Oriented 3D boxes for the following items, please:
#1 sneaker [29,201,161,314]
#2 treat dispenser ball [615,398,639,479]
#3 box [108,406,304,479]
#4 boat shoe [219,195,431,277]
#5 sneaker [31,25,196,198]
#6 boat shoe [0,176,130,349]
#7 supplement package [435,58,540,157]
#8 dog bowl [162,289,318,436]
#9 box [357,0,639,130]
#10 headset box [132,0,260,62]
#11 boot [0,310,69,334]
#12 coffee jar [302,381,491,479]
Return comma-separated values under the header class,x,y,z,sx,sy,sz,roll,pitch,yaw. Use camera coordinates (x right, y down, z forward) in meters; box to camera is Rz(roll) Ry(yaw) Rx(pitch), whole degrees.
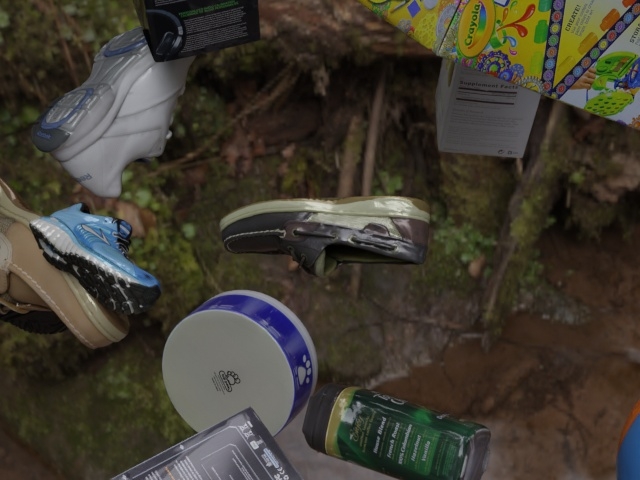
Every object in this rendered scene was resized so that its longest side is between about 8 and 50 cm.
class,x,y,z,sx,sy,sz,roll,pitch,yaw
sneaker,-0.198,0.006,0.912,0.162,0.063,0.073,32,58,32
treat dispenser ball,0.526,0.298,1.263,0.288,0.288,0.288,-5,42,4
box,-0.077,0.278,0.849,0.183,0.056,0.231,-25,55,-26
boat shoe,0.001,0.000,1.001,0.223,0.080,0.073,-5,70,16
sneaker,-0.231,-0.173,1.232,0.111,0.129,0.297,3,46,41
boat shoe,-0.321,0.030,1.057,0.110,0.122,0.341,-43,47,-13
supplement package,0.254,-0.260,1.462,0.133,0.244,0.139,4,46,-2
dog bowl,-0.144,0.228,1.760,0.264,0.265,0.104,10,19,19
box,0.205,-0.271,1.024,0.279,0.177,0.290,15,20,-27
headset box,-0.164,-0.387,1.076,0.131,0.283,0.246,-15,58,-10
boot,-0.475,0.029,1.464,0.094,0.246,0.207,-49,56,17
coffee jar,0.077,0.204,1.031,0.184,0.096,0.079,13,87,26
